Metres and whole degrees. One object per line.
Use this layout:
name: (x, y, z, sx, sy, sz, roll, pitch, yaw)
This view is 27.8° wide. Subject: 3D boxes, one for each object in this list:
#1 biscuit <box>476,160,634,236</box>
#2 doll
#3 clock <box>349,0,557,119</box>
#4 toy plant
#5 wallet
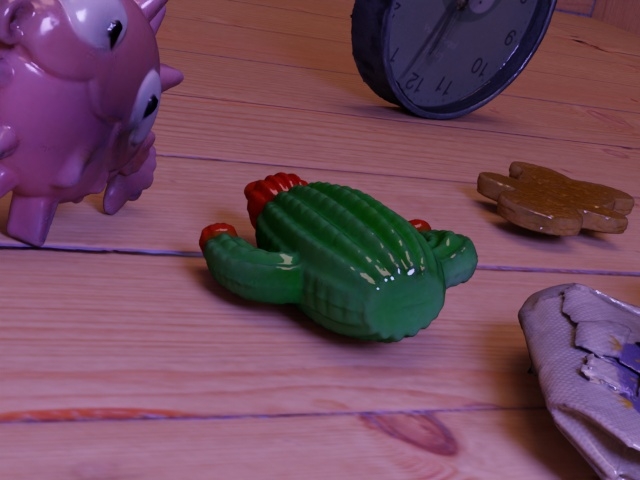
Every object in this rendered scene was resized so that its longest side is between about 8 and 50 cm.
biscuit: (0.239, -0.035, 1.328, 0.158, 0.035, 0.240, 18, 17, 19)
doll: (-0.173, -0.099, 0.927, 0.093, 0.211, 0.262, 24, -22, 21)
clock: (0.180, -0.306, 1.669, 0.319, 0.318, 0.066, -2, 30, -42)
toy plant: (-0.005, 0.006, 0.927, 0.240, 0.088, 0.155, 18, 31, 36)
wallet: (0.265, 0.109, 0.844, 0.275, 0.068, 0.335, 15, 19, -3)
